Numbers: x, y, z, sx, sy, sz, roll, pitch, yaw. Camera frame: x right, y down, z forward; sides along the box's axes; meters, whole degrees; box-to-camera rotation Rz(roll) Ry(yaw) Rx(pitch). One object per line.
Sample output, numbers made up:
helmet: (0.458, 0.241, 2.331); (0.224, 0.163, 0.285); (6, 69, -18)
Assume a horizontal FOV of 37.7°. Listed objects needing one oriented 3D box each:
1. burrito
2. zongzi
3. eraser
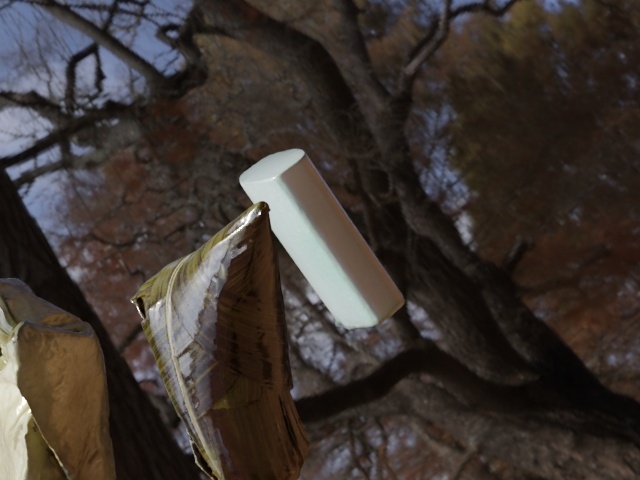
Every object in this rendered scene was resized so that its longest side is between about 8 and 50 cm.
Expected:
burrito: (-0.299, 0.196, 1.033); (0.135, 0.190, 0.332); (-7, -65, -24)
zongzi: (-0.056, 0.112, 0.790); (0.111, 0.248, 0.241); (-20, -5, -28)
eraser: (0.000, 0.000, 1.471); (0.104, 0.290, 0.189); (-38, 16, -12)
